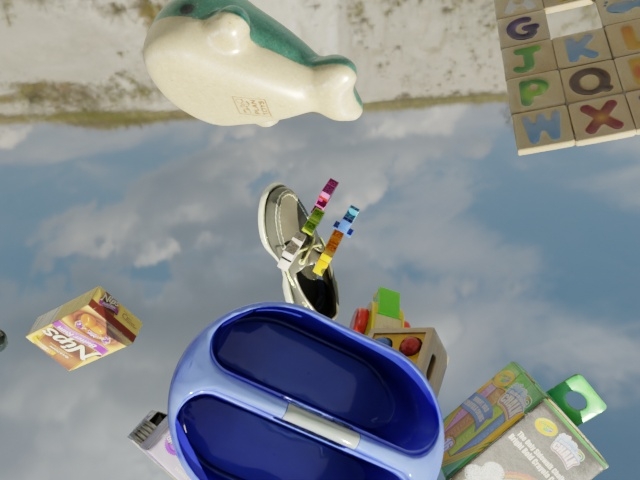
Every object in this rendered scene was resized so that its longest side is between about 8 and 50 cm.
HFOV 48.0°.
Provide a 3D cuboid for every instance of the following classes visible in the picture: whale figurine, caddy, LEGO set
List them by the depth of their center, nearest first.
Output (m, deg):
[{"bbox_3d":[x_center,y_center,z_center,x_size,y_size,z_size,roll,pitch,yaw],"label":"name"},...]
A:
[{"bbox_3d":[-0.019,0.218,0.871,0.341,0.241,0.179,26,166,-10],"label":"caddy"},{"bbox_3d":[-0.075,-0.223,0.875,0.272,0.216,0.141,12,-110,15],"label":"whale figurine"},{"bbox_3d":[0.000,0.000,1.274,0.087,0.093,0.227,29,-138,2],"label":"LEGO set"}]

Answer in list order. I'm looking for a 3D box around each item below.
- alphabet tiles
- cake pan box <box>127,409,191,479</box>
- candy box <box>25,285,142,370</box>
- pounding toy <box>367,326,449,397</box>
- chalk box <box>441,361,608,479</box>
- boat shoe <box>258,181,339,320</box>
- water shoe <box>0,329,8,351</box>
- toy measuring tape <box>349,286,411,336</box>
[{"bbox_3d":[0.259,-0.157,0.542,0.237,0.009,0.198,-9,-130,16],"label":"alphabet tiles"},{"bbox_3d":[-0.169,0.360,1.080,0.070,0.267,0.246,-48,-170,-24],"label":"cake pan box"},{"bbox_3d":[-0.421,0.160,1.278,0.187,0.109,0.053,-24,-149,33],"label":"candy box"},{"bbox_3d":[0.116,0.194,1.055,0.130,0.100,0.141,-6,-140,33],"label":"pounding toy"},{"bbox_3d":[0.268,0.257,0.939,0.213,0.132,0.132,-41,-170,4],"label":"chalk box"},{"bbox_3d":[-0.033,0.028,1.359,0.091,0.305,0.109,20,-132,42],"label":"boat shoe"},{"bbox_3d":[-0.576,0.205,1.122,0.203,0.073,0.080,-28,-178,11],"label":"water shoe"},{"bbox_3d":[0.104,0.213,1.322,0.122,0.121,0.330,-3,-143,10],"label":"toy measuring tape"}]
